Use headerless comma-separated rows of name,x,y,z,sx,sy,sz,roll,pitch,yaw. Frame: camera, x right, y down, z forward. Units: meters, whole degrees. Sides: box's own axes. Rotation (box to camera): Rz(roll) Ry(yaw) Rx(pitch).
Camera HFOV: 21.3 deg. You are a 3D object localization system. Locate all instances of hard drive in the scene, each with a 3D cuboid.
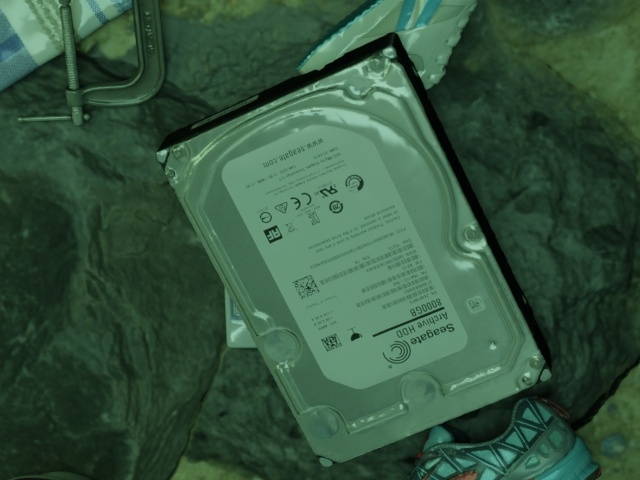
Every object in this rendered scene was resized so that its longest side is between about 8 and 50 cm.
hard drive,0.033,0.016,1.515,0.237,0.064,0.339,-22,107,14

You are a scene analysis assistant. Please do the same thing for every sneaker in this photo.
sneaker,0.091,-0.191,1.513,0.228,0.087,0.092,-36,100,17
sneaker,0.122,0.232,1.576,0.262,0.104,0.125,-30,77,6

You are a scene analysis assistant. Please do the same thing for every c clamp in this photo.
c clamp,-0.210,-0.177,1.552,0.137,0.022,0.161,2,117,-4

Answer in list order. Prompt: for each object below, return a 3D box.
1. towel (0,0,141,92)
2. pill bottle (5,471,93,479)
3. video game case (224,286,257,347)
towel,-0.244,-0.290,1.555,0.285,0.034,0.209,-33,96,12
pill bottle,-0.264,0.305,1.510,0.169,0.301,0.169,1,98,6
video game case,0.000,0.000,1.577,0.183,0.023,0.201,-1,98,6
